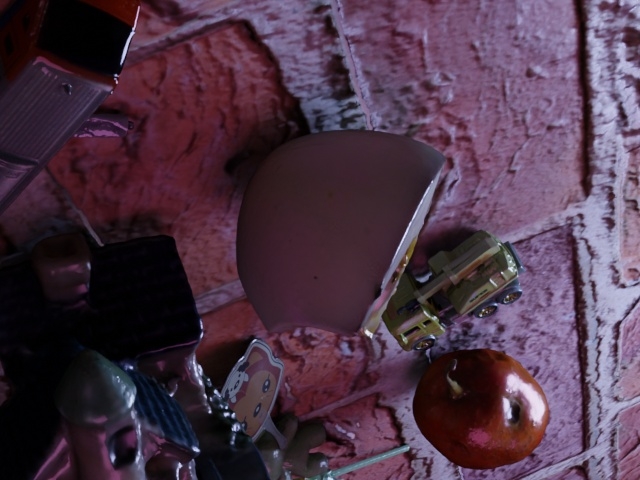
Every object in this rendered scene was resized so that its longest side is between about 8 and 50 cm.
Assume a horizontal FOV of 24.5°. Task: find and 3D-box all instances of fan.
[{"bbox_3d":[-0.073,0.201,1.724,0.132,0.009,0.220,-59,151,-18],"label":"fan"}]

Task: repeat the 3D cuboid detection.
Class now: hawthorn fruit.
[{"bbox_3d":[0.174,0.195,1.815,0.165,0.165,0.285,-32,151,14],"label":"hawthorn fruit"}]

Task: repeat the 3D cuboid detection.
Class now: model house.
[{"bbox_3d":[-0.191,0.145,1.351,0.243,0.298,0.284,-17,120,-13],"label":"model house"}]

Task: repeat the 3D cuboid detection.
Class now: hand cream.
[{"bbox_3d":[-0.202,-0.097,1.242,0.093,0.019,0.030,-4,143,-26],"label":"hand cream"}]

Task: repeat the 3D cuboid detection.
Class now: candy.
[{"bbox_3d":[0.003,0.323,2.003,0.287,0.078,0.084,-13,146,-33],"label":"candy"}]

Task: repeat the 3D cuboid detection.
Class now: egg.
[{"bbox_3d":[0.008,-0.017,1.375,0.271,0.161,0.206,-31,146,-81],"label":"egg"}]

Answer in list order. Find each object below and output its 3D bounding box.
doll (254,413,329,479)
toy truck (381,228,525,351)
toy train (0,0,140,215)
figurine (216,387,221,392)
[{"bbox_3d":[-0.051,0.273,1.868,0.150,0.077,0.115,2,97,-44],"label":"doll"},{"bbox_3d":[0.141,0.051,1.648,0.169,0.077,0.100,-29,152,11],"label":"toy truck"},{"bbox_3d":[-0.285,-0.058,1.179,0.086,0.089,0.409,19,130,-42],"label":"toy train"},{"bbox_3d":[-0.126,0.206,1.718,0.071,0.067,0.083,-63,174,29],"label":"figurine"}]
